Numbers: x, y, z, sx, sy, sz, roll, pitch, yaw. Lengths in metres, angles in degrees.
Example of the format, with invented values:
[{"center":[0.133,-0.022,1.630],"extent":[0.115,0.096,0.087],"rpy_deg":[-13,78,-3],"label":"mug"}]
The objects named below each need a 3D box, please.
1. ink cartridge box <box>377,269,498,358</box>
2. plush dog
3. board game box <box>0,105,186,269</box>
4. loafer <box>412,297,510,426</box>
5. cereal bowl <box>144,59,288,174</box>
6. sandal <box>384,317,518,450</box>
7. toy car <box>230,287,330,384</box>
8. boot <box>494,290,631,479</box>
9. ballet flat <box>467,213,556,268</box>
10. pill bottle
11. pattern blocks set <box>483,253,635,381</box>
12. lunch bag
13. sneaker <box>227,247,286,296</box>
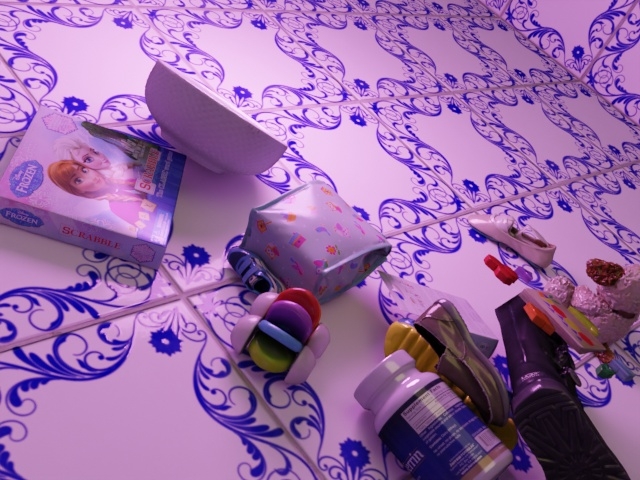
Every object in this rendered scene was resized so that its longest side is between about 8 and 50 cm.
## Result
[{"center":[0.232,0.153,1.611],"extent":[0.232,0.066,0.189],"rpy_deg":[14,19,-18],"label":"ink cartridge box"},{"center":[0.700,0.148,1.846],"extent":[0.262,0.225,0.210],"rpy_deg":[13,38,-22],"label":"plush dog"},{"center":[-0.440,-0.111,1.518],"extent":[0.318,0.066,0.319],"rpy_deg":[18,36,-16],"label":"board game box"},{"center":[0.245,0.226,1.378],"extent":[0.087,0.094,0.251],"rpy_deg":[-22,63,-16],"label":"loafer"},{"center":[-0.246,-0.247,1.706],"extent":[0.339,0.141,0.339],"rpy_deg":[33,6,-4],"label":"cereal bowl"},{"center":[0.256,0.269,1.494],"extent":[0.317,0.126,0.138],"rpy_deg":[45,34,8],"label":"sandal"},{"center":[-0.059,0.155,1.390],"extent":[0.159,0.136,0.182],"rpy_deg":[33,35,4],"label":"toy car"},{"center":[0.469,0.335,1.522],"extent":[0.445,0.146,0.367],"rpy_deg":[-68,134,-73],"label":"boot"},{"center":[0.514,-0.020,2.051],"extent":[0.248,0.086,0.086],"rpy_deg":[31,35,3],"label":"ballet flat"},{"center":[0.188,0.325,1.336],"extent":[0.153,0.153,0.265],"rpy_deg":[-17,55,-46],"label":"pill bottle"},{"center":[0.487,0.162,1.570],"extent":[0.285,0.026,0.325],"rpy_deg":[18,28,-43],"label":"pattern blocks set"},{"center":[0.000,0.000,1.608],"extent":[0.223,0.160,0.262],"rpy_deg":[43,43,20],"label":"lunch bag"},{"center":[-0.131,0.065,1.512],"extent":[0.144,0.053,0.059],"rpy_deg":[39,15,17],"label":"sneaker"}]
